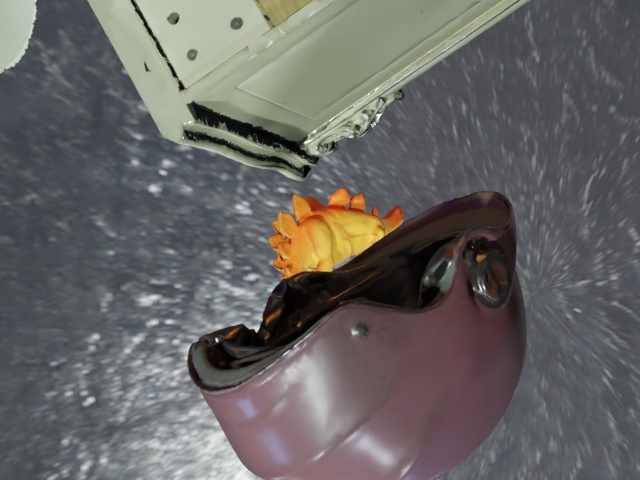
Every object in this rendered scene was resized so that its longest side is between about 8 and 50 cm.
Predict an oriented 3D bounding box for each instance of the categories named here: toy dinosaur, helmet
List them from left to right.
[{"bbox_3d":[0.000,0.000,1.797,0.070,0.288,0.117,-32,87,46],"label":"toy dinosaur"},{"bbox_3d":[0.060,0.109,1.379,0.271,0.338,0.197,-19,99,47],"label":"helmet"}]

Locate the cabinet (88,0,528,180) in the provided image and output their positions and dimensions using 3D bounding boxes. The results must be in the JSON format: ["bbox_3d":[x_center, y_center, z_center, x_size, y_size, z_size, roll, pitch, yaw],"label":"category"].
[{"bbox_3d":[0.009,-0.250,0.997,0.318,0.227,0.290,-34,75,14],"label":"cabinet"}]

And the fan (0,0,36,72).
[{"bbox_3d":[-0.419,-0.231,1.765,0.329,0.009,0.191,-44,76,35],"label":"fan"}]
